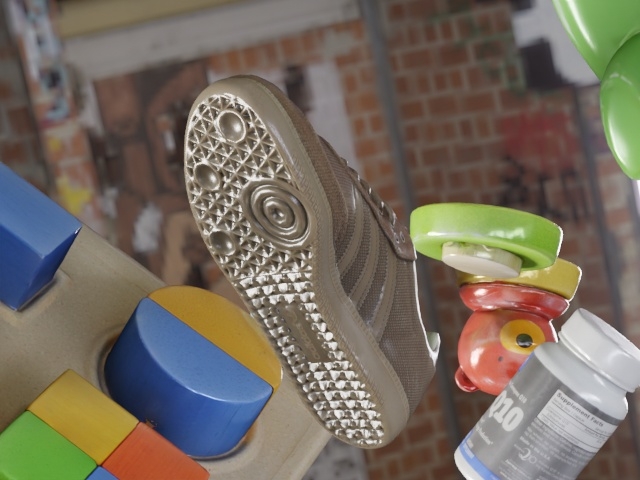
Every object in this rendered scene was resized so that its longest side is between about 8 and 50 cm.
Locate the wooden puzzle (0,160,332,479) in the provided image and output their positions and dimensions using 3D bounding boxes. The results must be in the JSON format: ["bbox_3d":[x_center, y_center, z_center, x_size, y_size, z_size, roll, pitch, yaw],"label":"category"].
[{"bbox_3d":[-0.160,0.062,0.960,0.080,0.322,0.348,-56,176,28],"label":"wooden puzzle"}]

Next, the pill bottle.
[{"bbox_3d":[0.161,0.119,1.226,0.137,0.078,0.078,-53,-177,10],"label":"pill bottle"}]

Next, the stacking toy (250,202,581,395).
[{"bbox_3d":[0.079,0.054,1.599,0.309,0.130,0.279,7,168,5],"label":"stacking toy"}]

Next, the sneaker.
[{"bbox_3d":[0.000,0.000,0.772,0.066,0.188,0.071,2,-143,35],"label":"sneaker"}]

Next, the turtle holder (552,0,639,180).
[{"bbox_3d":[0.207,-0.187,0.775,0.243,0.320,0.227,-40,170,35],"label":"turtle holder"}]
